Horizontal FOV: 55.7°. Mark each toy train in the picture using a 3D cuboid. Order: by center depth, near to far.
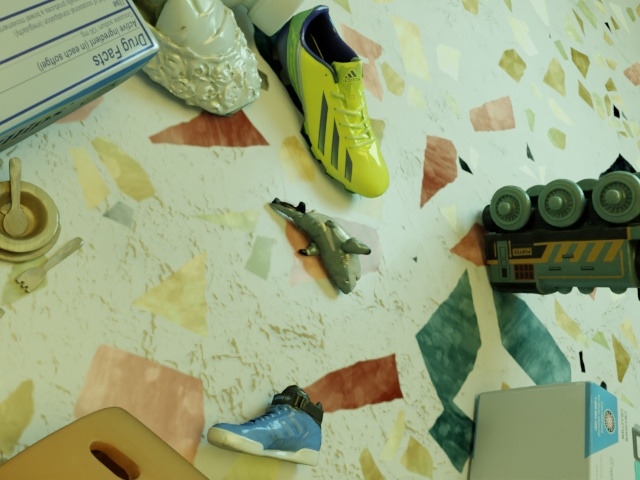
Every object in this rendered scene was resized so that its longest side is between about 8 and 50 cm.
[{"bbox_3d":[0.416,-0.006,0.979,0.142,0.334,0.190,-6,91,-42],"label":"toy train"}]

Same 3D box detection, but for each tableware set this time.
[{"bbox_3d":[-0.326,0.009,0.566,0.128,0.039,0.194,48,51,-13],"label":"tableware set"}]

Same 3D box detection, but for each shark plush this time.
[{"bbox_3d":[0.000,0.000,0.820,0.161,0.073,0.067,43,82,-23],"label":"shark plush"}]

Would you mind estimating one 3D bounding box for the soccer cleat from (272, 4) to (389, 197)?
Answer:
[{"bbox_3d":[0.029,-0.197,0.871,0.093,0.121,0.289,-28,91,-42],"label":"soccer cleat"}]

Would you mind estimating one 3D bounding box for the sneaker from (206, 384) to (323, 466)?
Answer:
[{"bbox_3d":[-0.057,0.202,0.688,0.152,0.058,0.084,25,65,-34],"label":"sneaker"}]

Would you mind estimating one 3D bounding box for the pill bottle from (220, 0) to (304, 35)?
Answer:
[{"bbox_3d":[-0.141,-0.419,0.793,0.302,0.169,0.169,38,53,-21],"label":"pill bottle"}]

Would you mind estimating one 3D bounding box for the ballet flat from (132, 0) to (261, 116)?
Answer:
[{"bbox_3d":[-0.217,-0.307,0.716,0.409,0.147,0.147,38,53,-22],"label":"ballet flat"}]

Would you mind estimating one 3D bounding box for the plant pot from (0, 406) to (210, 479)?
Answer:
[{"bbox_3d":[-0.177,0.265,0.444,0.291,0.291,0.203,-32,78,-41],"label":"plant pot"}]

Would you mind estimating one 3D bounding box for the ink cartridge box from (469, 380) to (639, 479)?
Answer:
[{"bbox_3d":[0.384,0.354,0.885,0.270,0.197,0.198,31,57,-26],"label":"ink cartridge box"}]

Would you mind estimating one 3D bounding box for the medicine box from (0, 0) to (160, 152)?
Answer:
[{"bbox_3d":[-0.346,-0.225,0.541,0.263,0.149,0.289,-47,114,-39],"label":"medicine box"}]
